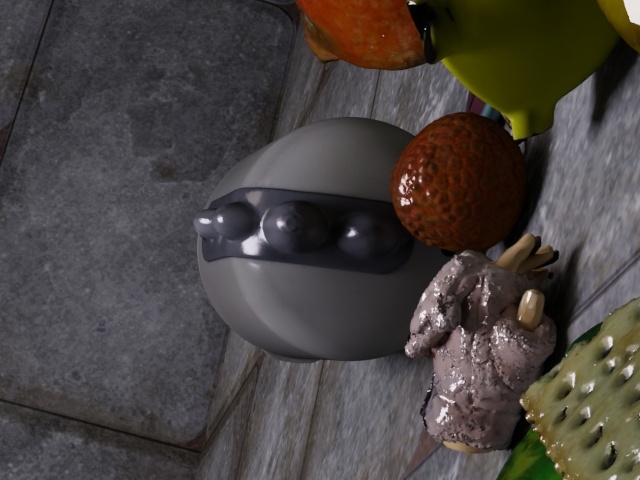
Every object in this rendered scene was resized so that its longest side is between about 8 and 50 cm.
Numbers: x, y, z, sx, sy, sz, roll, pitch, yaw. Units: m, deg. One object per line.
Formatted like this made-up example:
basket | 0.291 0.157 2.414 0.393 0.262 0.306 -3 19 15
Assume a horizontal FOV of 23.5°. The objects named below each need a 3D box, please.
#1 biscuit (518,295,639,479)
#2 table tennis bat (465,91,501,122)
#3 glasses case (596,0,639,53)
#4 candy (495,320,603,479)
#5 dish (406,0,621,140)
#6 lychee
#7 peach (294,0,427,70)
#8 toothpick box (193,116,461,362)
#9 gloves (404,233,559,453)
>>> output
biscuit | 0.162 0.068 0.690 0.144 0.016 0.203 -47 17 10
table tennis bat | 0.161 -0.175 1.280 0.244 0.040 0.153 115 169 -67
glasses case | 0.190 -0.188 0.632 0.371 0.173 0.141 -91 18 -55
candy | 0.123 0.147 0.782 0.246 0.069 0.149 -55 6 -23
dish | 0.154 -0.211 1.002 0.108 0.221 0.262 -8 62 37
lychee | 0.114 -0.050 1.161 0.114 0.140 0.101 67 161 4
peach | 0.065 -0.265 1.421 0.257 0.232 0.232 -45 25 36
toothpick box | 0.000 0.000 1.324 0.316 0.229 0.229 165 121 -80
gloves | 0.104 0.068 1.019 0.110 0.094 0.144 88 -171 -81
